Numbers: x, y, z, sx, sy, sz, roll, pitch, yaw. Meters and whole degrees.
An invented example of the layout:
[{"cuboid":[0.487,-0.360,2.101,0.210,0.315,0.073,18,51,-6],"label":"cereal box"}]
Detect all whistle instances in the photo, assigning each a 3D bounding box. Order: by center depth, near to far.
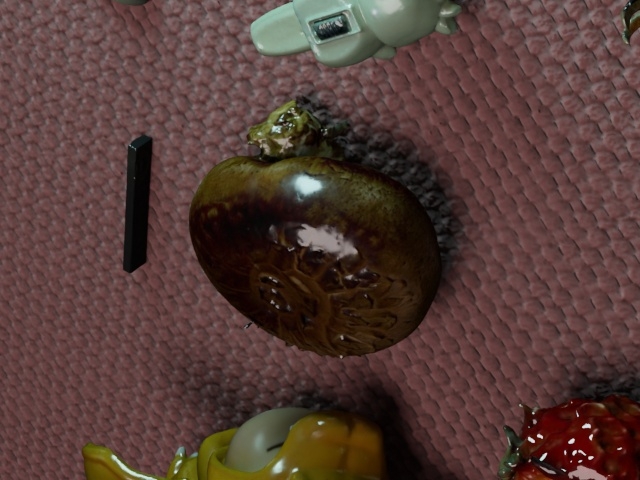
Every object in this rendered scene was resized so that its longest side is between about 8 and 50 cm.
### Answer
[{"cuboid":[0.035,-0.222,1.908,0.253,0.106,0.101,-15,79,38],"label":"whistle"}]

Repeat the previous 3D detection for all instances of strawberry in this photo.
[{"cuboid":[0.315,0.252,2.003,0.280,0.150,0.253,14,149,29],"label":"strawberry"}]

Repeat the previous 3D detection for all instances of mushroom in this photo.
[{"cuboid":[-0.010,0.002,2.067,0.297,0.163,0.278,-5,117,43],"label":"mushroom"}]

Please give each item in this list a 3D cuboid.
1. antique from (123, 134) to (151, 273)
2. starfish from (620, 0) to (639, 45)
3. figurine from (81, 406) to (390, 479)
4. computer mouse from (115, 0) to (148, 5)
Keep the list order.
[{"cuboid":[-0.214,-0.040,2.303,0.015,0.031,0.192,27,134,22],"label":"antique"},{"cuboid":[0.323,-0.165,1.676,0.146,0.190,0.074,45,95,-4],"label":"starfish"},{"cuboid":[-0.059,0.368,2.307,0.387,0.268,0.401,-15,100,59],"label":"figurine"},{"cuboid":[-0.231,-0.290,2.130,0.110,0.032,0.056,32,135,17],"label":"computer mouse"}]
